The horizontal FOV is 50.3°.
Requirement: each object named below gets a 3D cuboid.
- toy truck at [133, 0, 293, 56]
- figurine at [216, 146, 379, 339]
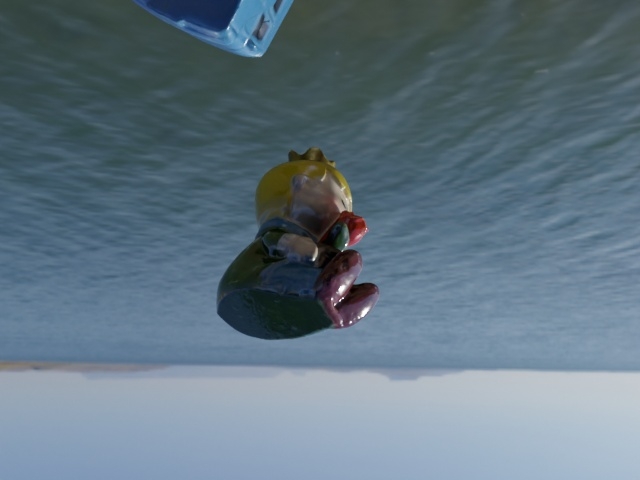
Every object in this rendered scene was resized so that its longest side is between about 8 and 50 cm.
[{"bbox_3d":[-0.044,-0.369,0.671,0.161,0.385,0.162,28,180,8],"label":"toy truck"},{"bbox_3d":[-0.004,-0.011,0.717,0.185,0.234,0.127,-14,122,41],"label":"figurine"}]
